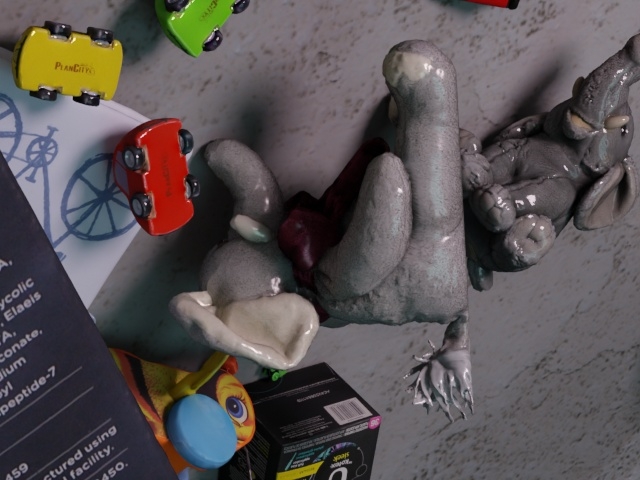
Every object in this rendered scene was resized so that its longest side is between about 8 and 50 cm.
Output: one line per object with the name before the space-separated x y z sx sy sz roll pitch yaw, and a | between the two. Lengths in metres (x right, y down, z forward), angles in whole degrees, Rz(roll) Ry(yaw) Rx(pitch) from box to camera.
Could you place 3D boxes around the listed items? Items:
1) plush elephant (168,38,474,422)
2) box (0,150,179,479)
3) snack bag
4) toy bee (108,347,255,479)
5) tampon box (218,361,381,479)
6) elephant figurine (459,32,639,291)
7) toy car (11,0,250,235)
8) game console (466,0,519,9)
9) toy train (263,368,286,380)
plush elephant | 0.000 0.000 1.749 0.255 0.272 0.330 -3 92 4
box | -0.374 -0.022 1.202 0.297 0.480 0.472 -35 133 -13
snack bag | -0.301 0.007 1.636 0.323 0.037 0.342 23 104 -46
toy bee | -0.132 0.168 1.833 0.195 0.162 0.298 -21 134 20
tampon box | -0.024 0.225 1.974 0.120 0.101 0.161 -15 128 -31
elephant figurine | 0.240 -0.076 1.922 0.239 0.186 0.169 -33 103 -15
toy car | -0.136 -0.152 1.615 0.225 0.053 0.239 -54 134 -16
game console | 0.170 -0.295 1.812 0.124 0.085 0.144 9 118 -8
toy train | -0.046 0.103 1.930 0.024 0.017 0.083 -33 137 -29
